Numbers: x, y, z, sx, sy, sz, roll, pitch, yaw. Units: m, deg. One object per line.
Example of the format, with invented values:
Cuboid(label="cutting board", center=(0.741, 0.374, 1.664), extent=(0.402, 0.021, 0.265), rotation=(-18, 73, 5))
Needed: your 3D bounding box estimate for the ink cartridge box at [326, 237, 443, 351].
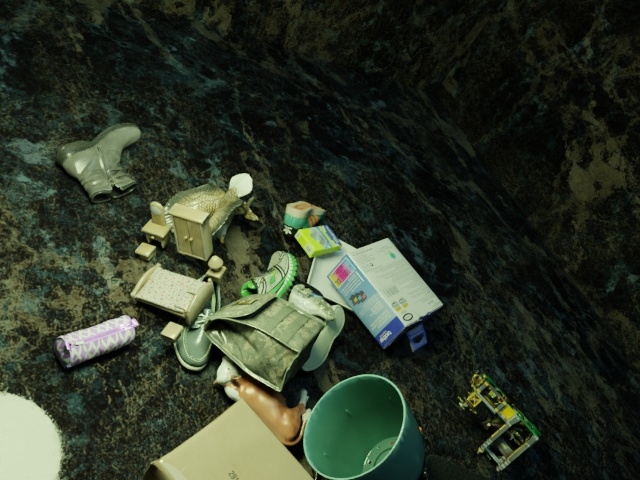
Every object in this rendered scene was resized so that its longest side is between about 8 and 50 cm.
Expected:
Cuboid(label="ink cartridge box", center=(0.252, 0.205, 2.205), extent=(0.270, 0.151, 0.395), rotation=(-18, 62, -48))

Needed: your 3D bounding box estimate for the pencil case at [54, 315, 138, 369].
Cuboid(label="pencil case", center=(-0.580, 0.256, 1.589), extent=(0.206, 0.088, 0.086), rotation=(-19, 65, -50))

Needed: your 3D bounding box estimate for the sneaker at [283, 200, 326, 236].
Cuboid(label="sneaker", center=(-0.071, -0.079, 2.391), extent=(0.108, 0.121, 0.302), rotation=(24, 13, 19))

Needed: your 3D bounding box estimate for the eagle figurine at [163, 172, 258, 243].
Cuboid(label="eagle figurine", center=(-0.352, -0.092, 2.088), extent=(0.298, 0.226, 0.225), rotation=(-12, 77, -52))

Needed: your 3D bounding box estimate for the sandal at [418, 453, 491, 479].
Cuboid(label="sandal", center=(0.429, 0.766, 1.818), extent=(0.445, 0.107, 0.168), rotation=(37, 38, -19))

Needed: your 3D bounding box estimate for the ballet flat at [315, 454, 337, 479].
Cuboid(label="ballet flat", center=(0.022, 0.668, 1.666), extent=(0.067, 0.073, 0.206), rotation=(-4, 43, -7))

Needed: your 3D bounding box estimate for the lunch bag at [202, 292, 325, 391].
Cuboid(label="lunch bag", center=(-0.165, 0.257, 1.751), extent=(0.287, 0.169, 0.235), rotation=(28, 18, 11))

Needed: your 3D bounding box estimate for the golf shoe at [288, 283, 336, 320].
Cuboid(label="golf shoe", center=(-0.029, 0.220, 1.993), extent=(0.176, 0.086, 0.069), rotation=(36, 14, 23))

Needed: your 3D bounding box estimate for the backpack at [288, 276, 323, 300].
Cuboid(label="backpack", center=(-0.053, 0.189, 2.090), extent=(0.114, 0.084, 0.105), rotation=(24, 7, -8))

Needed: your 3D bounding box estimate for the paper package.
Cuboid(label="paper package", center=(-0.207, 0.595, 1.456), extent=(0.325, 0.168, 0.309), rotation=(45, 37, 13))

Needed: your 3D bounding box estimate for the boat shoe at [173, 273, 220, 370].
Cuboid(label="boat shoe", center=(-0.352, 0.228, 1.800), extent=(0.116, 0.099, 0.320), rotation=(21, 38, -19))

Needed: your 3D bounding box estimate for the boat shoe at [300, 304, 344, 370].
Cuboid(label="boat shoe", center=(-0.019, 0.315, 1.991), extent=(0.305, 0.091, 0.109), rotation=(-49, 126, -51))

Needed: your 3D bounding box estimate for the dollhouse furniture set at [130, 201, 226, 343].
Cuboid(label="dollhouse furniture set", center=(-0.462, 0.071, 1.773), extent=(0.303, 0.174, 0.356), rotation=(17, 46, 15))

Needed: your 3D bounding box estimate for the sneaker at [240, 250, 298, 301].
Cuboid(label="sneaker", center=(-0.171, 0.144, 2.016), extent=(0.146, 0.134, 0.344), rotation=(28, 37, -10))

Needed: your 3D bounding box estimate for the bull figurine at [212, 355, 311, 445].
Cuboid(label="bull figurine", center=(-0.156, 0.438, 1.729), extent=(0.310, 0.101, 0.188), rotation=(46, 35, 13))

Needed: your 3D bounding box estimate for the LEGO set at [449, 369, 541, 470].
Cuboid(label="LEGO set", center=(0.588, 0.631, 2.121), extent=(0.331, 0.192, 0.255), rotation=(47, 7, 9))

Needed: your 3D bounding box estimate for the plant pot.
Cuboid(label="plant pot", center=(0.139, 0.541, 1.622), extent=(0.235, 0.293, 0.293), rotation=(53, 25, -34))

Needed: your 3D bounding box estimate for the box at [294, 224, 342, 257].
Cuboid(label="box", center=(0.000, 0.000, 2.316), extent=(0.178, 0.042, 0.109), rotation=(-12, 58, -46))

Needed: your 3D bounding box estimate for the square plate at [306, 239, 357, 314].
Cuboid(label="square plate", center=(0.112, 0.150, 2.318), extent=(0.344, 0.049, 0.347), rotation=(28, 37, -12))

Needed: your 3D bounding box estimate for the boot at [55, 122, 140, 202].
Cuboid(label="boot", center=(-0.687, -0.252, 2.065), extent=(0.222, 0.118, 0.338), rotation=(45, 47, 6))

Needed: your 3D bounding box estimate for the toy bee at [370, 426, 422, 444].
Cuboid(label="toy bee", center=(0.224, 0.610, 1.805), extent=(0.195, 0.162, 0.298), rotation=(15, 41, -24))
